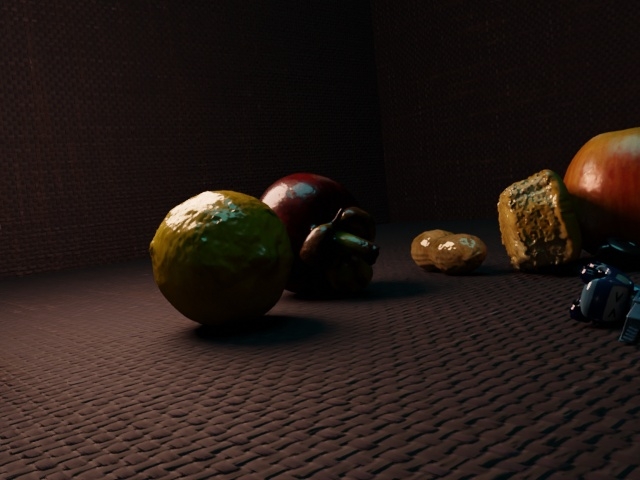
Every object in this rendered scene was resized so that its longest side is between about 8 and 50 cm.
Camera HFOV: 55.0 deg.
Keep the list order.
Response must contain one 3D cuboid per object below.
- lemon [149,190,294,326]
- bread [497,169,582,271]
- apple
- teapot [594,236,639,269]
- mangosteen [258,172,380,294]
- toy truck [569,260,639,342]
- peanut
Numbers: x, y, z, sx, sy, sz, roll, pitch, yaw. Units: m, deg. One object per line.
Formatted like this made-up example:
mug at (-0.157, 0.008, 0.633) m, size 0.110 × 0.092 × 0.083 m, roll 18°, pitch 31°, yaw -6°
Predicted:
lemon at (-0.140, 0.025, 0.870) m, size 0.192 × 0.192 × 0.231 m, roll -9°, pitch 11°, yaw -39°
bread at (0.386, -0.032, 1.098) m, size 0.121 × 0.174 × 0.245 m, roll -9°, pitch -5°, yaw 14°
apple at (0.587, -0.086, 1.133) m, size 0.286 × 0.233 × 0.286 m, roll -4°, pitch 1°, yaw 0°
teapot at (0.503, 0.026, 1.020) m, size 0.100 × 0.045 × 0.068 m, roll 11°, pitch 26°, yaw -8°
mangosteen at (0.000, 0.000, 1.058) m, size 0.215 × 0.215 × 0.257 m, roll -9°, pitch 26°, yaw -44°
toy truck at (0.302, 0.066, 0.645) m, size 0.074 × 0.063 × 0.136 m, roll 20°, pitch 20°, yaw 31°
peanut at (0.244, 0.022, 1.176) m, size 0.089 × 0.089 × 0.193 m, roll -7°, pitch 8°, yaw -21°
